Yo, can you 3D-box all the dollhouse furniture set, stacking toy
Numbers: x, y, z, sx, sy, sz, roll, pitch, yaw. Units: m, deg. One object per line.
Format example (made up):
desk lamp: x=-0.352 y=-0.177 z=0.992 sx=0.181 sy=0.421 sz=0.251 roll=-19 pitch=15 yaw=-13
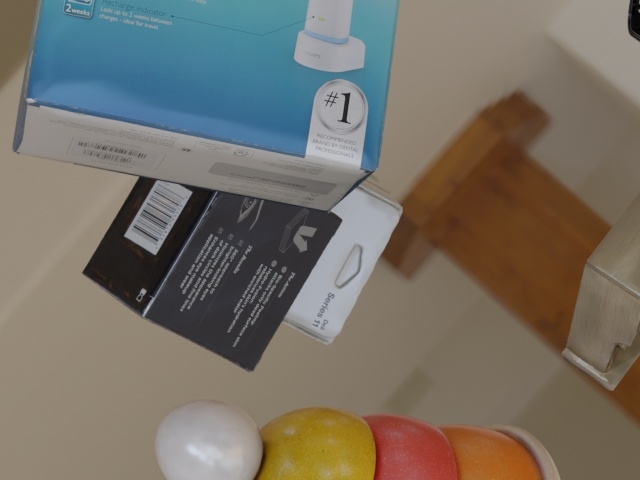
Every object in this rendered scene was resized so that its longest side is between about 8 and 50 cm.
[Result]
dollhouse furniture set: x=0.286 y=0.075 z=1.076 sx=0.242 sy=0.212 sz=0.161 roll=35 pitch=163 yaw=16
stacking toy: x=0.016 y=0.301 z=2.019 sx=0.480 sy=0.350 sz=0.350 roll=30 pitch=-173 yaw=-25

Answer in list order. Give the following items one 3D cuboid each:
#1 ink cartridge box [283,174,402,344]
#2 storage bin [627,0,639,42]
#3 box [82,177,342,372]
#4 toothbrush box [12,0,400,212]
ink cartridge box: x=0.000 y=0.000 z=1.694 sx=0.087 sy=0.153 sz=0.208 roll=27 pitch=-175 yaw=-9
storage bin: x=0.371 y=-0.248 z=1.698 sx=0.084 sy=0.122 sz=0.180 roll=3 pitch=-164 yaw=-6
box: x=-0.089 y=0.006 z=1.449 sx=0.093 sy=0.156 sz=0.158 roll=29 pitch=178 yaw=41
toothbrush box: x=-0.062 y=-0.188 z=1.087 sx=0.216 sy=0.295 sz=0.126 roll=10 pitch=167 yaw=-12
